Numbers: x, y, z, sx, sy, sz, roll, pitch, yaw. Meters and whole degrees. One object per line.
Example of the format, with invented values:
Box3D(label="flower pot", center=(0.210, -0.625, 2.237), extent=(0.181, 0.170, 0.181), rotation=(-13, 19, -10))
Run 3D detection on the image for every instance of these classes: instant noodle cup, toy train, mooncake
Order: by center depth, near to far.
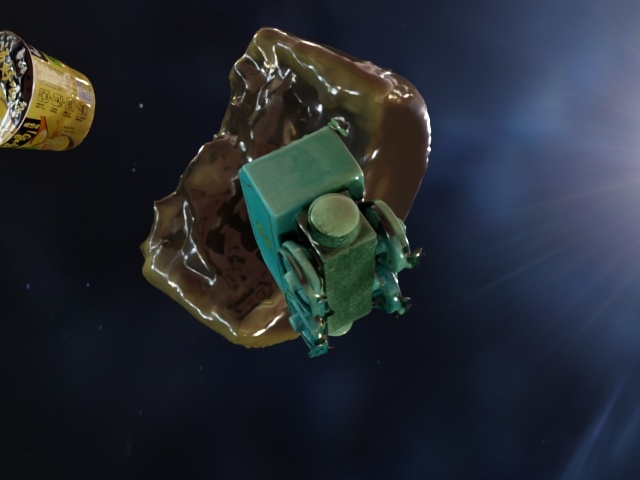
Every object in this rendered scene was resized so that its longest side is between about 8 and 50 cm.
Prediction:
Box3D(label="toy train", center=(0.000, 0.000, 0.650), extent=(0.112, 0.203, 0.163), rotation=(-26, -117, -14))
Box3D(label="instant noodle cup", center=(-0.379, -0.182, 0.933), extent=(0.151, 0.151, 0.122), rotation=(50, -161, 27))
Box3D(label="mooncake", center=(-0.053, -0.062, 0.956), extent=(0.394, 0.393, 0.246), rotation=(-38, -126, -24))
